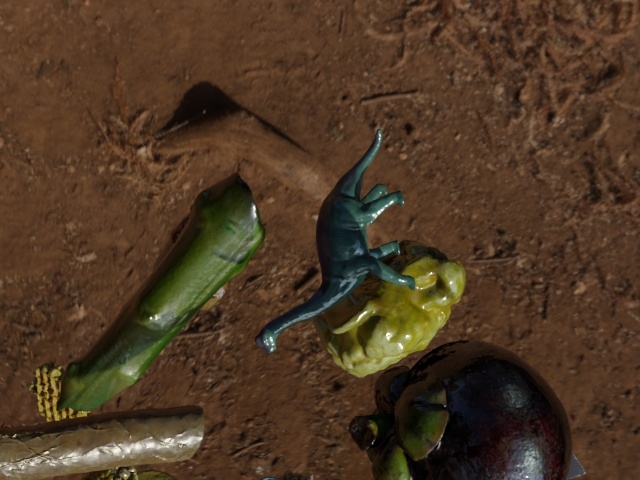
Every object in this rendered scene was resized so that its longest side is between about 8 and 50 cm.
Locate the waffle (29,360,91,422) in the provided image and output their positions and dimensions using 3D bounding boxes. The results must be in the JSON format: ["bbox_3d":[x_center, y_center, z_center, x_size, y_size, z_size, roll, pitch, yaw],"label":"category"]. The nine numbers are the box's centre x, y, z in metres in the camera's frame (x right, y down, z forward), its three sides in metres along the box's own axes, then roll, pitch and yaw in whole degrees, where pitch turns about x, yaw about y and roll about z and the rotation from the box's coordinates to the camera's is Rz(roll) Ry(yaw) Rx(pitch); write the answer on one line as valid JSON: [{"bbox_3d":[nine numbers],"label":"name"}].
[{"bbox_3d":[-0.545,0.339,1.444,0.191,0.191,0.038,51,40,3],"label":"waffle"}]

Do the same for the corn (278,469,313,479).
[{"bbox_3d":[-0.084,0.629,1.481,0.127,0.126,0.335,44,24,0],"label":"corn"}]

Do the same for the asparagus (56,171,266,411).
[{"bbox_3d":[-0.169,0.068,0.743,0.082,0.085,0.343,42,106,7],"label":"asparagus"}]

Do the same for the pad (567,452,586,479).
[{"bbox_3d":[0.451,0.448,1.403,0.190,0.127,0.004,52,23,-31],"label":"pad"}]

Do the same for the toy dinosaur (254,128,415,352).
[{"bbox_3d":[0.000,0.000,1.340,0.331,0.129,0.383,-12,91,-9],"label":"toy dinosaur"}]

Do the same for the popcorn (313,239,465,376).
[{"bbox_3d":[0.160,0.161,1.544,0.293,0.292,0.334,44,79,-31],"label":"popcorn"}]

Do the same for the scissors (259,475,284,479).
[{"bbox_3d":[0.064,0.292,0.504,0.361,0.029,0.191,1,65,21],"label":"scissors"}]

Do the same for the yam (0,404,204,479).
[{"bbox_3d":[-0.318,0.248,0.835,0.357,0.081,0.081,3,70,-28],"label":"yam"}]

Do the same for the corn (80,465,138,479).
[{"bbox_3d":[-0.486,0.546,1.446,0.091,0.260,0.091,46,21,-6],"label":"corn"}]

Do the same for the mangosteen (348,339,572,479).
[{"bbox_3d":[0.213,0.300,1.023,0.301,0.300,0.300,6,70,-17],"label":"mangosteen"}]

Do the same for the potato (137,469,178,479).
[{"bbox_3d":[-0.395,0.672,1.638,0.204,0.158,0.178,27,46,13],"label":"potato"}]

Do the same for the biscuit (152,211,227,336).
[{"bbox_3d":[-0.394,0.077,1.999,0.076,0.368,0.393,28,39,-33],"label":"biscuit"}]
